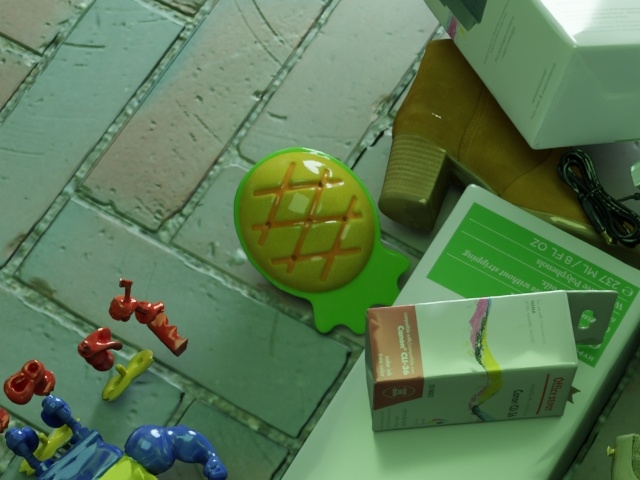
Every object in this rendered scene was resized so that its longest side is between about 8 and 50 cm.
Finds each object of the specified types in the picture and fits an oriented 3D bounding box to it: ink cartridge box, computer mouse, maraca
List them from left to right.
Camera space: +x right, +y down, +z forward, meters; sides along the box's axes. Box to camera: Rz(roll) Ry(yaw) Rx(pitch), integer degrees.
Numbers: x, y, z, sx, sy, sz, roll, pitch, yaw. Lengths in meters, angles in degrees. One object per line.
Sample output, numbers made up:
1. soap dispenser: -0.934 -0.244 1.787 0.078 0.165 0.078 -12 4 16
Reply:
1. maraca: 0.000 0.000 1.680 0.127 0.099 0.185 -38 90 1
2. ink cartridge box: 0.136 0.095 1.437 0.198 0.115 0.067 -6 65 -1
3. ink cartridge box: 0.217 -0.246 1.708 0.207 0.119 0.353 -6 45 -27
4. computer mouse: 0.315 -0.058 1.623 0.193 0.042 0.106 -17 57 -22

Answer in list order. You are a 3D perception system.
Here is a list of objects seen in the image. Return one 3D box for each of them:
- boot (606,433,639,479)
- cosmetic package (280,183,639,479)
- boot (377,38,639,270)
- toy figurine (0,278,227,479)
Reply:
1. boot: 0.234 0.263 1.467 0.262 0.095 0.203 -15 63 44
2. cosmetic package: 0.116 0.164 1.555 0.197 0.155 0.365 27 68 13
3. boot: 0.212 -0.087 1.700 0.295 0.104 0.211 16 64 12
4. toy figurine: -0.204 0.236 1.533 0.362 0.191 0.217 -42 73 -14
